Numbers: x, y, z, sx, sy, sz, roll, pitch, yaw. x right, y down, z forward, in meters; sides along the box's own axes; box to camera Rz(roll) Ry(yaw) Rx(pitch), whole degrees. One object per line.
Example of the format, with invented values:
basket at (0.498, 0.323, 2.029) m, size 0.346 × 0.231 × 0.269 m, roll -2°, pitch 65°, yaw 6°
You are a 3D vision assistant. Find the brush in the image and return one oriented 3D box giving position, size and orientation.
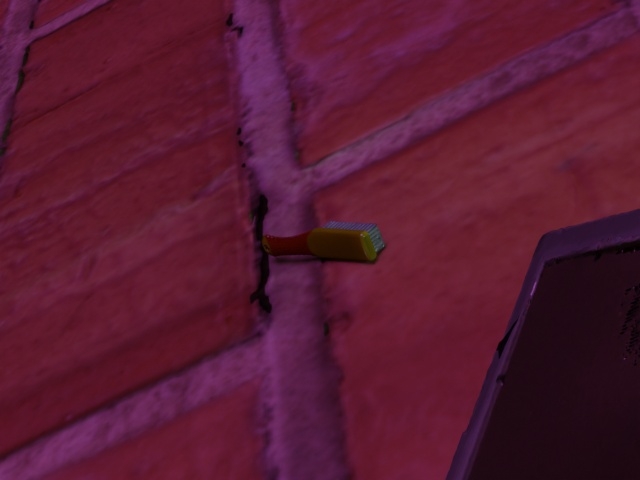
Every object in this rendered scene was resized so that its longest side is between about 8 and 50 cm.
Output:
brush at (0.000, 0.000, 0.799) m, size 0.083 × 0.019 × 0.021 m, roll -1°, pitch 33°, yaw 41°

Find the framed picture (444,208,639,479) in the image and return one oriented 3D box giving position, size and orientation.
framed picture at (0.091, 0.082, 0.421) m, size 0.216 × 0.016 × 0.273 m, roll -69°, pitch 12°, yaw -10°
